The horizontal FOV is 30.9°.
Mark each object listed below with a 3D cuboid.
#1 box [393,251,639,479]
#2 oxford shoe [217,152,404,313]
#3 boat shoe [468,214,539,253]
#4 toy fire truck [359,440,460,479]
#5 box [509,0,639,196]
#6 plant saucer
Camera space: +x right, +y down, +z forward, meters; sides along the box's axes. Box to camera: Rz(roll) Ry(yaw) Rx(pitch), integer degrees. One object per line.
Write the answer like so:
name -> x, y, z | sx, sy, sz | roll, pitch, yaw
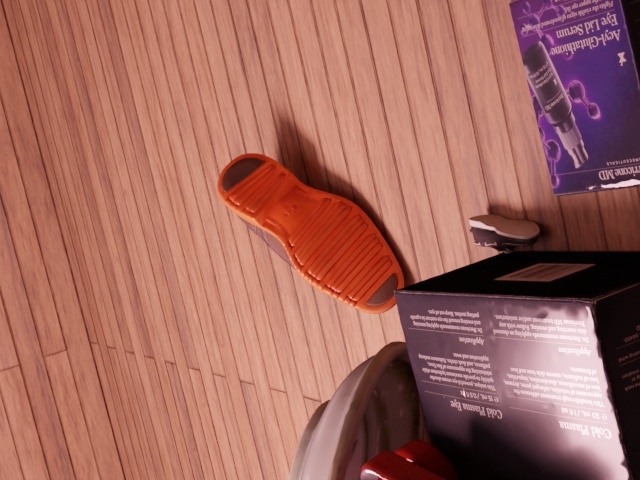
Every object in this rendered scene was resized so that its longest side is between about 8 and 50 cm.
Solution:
box -> 0.272, 0.182, 1.250 | 0.343, 0.179, 0.312 | 0, 105, 61
oxford shoe -> 0.000, 0.000, 1.729 | 0.363, 0.130, 0.133 | 42, 172, 33
boat shoe -> 0.219, -0.004, 1.380 | 0.125, 0.046, 0.038 | 16, 118, 60
toy fire truck -> 0.126, 0.382, 1.270 | 0.254, 0.169, 0.302 | 20, 125, 47
box -> 0.289, -0.156, 1.114 | 0.153, 0.108, 0.207 | -8, 98, 60
plant saucer -> 0.036, 0.324, 1.532 | 0.100, 0.400, 0.400 | 9, 118, 20
